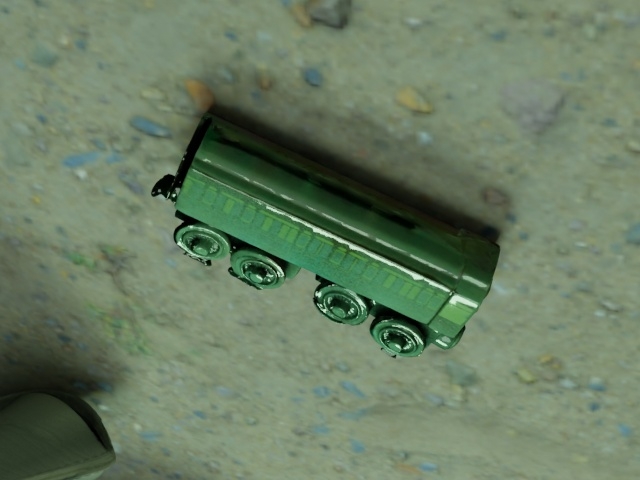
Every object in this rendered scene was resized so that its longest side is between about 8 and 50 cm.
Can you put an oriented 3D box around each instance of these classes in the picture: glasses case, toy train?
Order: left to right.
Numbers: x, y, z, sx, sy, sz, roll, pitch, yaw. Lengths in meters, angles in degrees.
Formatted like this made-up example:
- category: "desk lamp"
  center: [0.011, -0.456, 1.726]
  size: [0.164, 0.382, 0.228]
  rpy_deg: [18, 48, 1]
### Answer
- category: "glasses case"
  center: [-0.251, 0.191, 0.774]
  size: [0.308, 0.128, 0.083]
  rpy_deg: [-45, 75, 24]
- category: "toy train"
  center: [0.000, 0.000, 0.577]
  size: [0.148, 0.038, 0.071]
  rpy_deg: [24, 139, -4]
